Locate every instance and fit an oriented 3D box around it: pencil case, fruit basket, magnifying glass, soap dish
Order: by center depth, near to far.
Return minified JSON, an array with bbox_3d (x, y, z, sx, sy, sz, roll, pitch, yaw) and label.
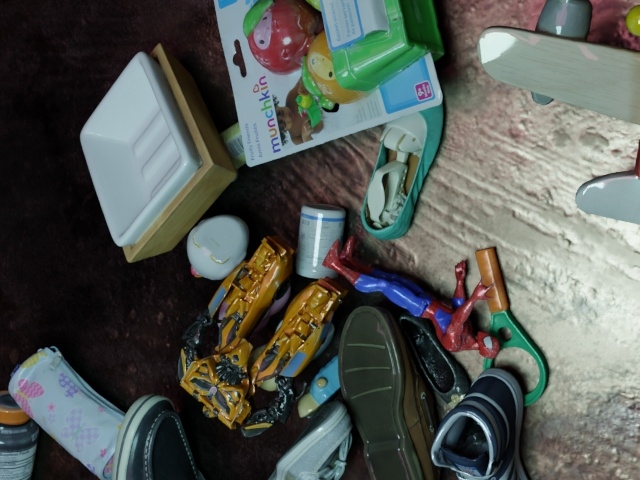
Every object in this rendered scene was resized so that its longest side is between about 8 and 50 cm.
[{"bbox_3d":[0.264,0.124,1.365,0.092,0.026,0.231,-15,91,31],"label":"magnifying glass"},{"bbox_3d":[-0.013,-0.306,1.373,0.353,0.165,0.327,-13,85,30],"label":"fruit basket"},{"bbox_3d":[-0.262,-0.139,1.529,0.229,0.118,0.291,-46,50,26],"label":"soap dish"},{"bbox_3d":[-0.442,0.314,1.740,0.273,0.113,0.124,37,89,21],"label":"pencil case"}]

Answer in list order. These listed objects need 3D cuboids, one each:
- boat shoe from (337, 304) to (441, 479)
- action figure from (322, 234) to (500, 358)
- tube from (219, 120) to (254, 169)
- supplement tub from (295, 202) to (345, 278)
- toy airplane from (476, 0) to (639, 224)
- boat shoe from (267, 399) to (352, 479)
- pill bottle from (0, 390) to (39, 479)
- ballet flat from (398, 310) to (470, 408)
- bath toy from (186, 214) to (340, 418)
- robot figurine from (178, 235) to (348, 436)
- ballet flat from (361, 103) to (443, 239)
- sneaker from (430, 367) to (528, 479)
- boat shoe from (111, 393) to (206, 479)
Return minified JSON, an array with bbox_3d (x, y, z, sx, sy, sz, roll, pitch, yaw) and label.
[{"bbox_3d":[0.108,0.241,1.424,0.110,0.104,0.307,-6,95,39],"label":"boat shoe"},{"bbox_3d":[0.153,0.057,1.364,0.280,0.091,0.139,36,112,16],"label":"action figure"},{"bbox_3d":[-0.177,-0.131,1.567,0.240,0.070,0.062,-29,121,33],"label":"tube"},{"bbox_3d":[0.000,0.000,1.470,0.071,0.071,0.107,12,103,28],"label":"supplement tub"},{"bbox_3d":[0.437,-0.190,1.118,0.384,0.272,0.386,-26,120,40],"label":"toy airplane"},{"bbox_3d":[-0.012,0.359,1.471,0.103,0.118,0.320,35,133,8],"label":"boat shoe"},{"bbox_3d":[-0.618,0.417,1.844,0.130,0.130,0.246,21,106,26],"label":"pill bottle"},{"bbox_3d":[0.165,0.181,1.410,0.057,0.049,0.173,-39,77,28],"label":"ballet flat"},{"bbox_3d":[-0.094,0.117,1.515,0.151,0.129,0.348,-36,77,-17],"label":"bath toy"},{"bbox_3d":[-0.099,0.149,1.406,0.211,0.085,0.291,37,103,16],"label":"robot figurine"},{"bbox_3d":[0.116,-0.115,1.379,0.083,0.087,0.247,20,106,26],"label":"ballet flat"},{"bbox_3d":[0.227,0.334,1.325,0.099,0.153,0.282,1,104,30],"label":"sneaker"},{"bbox_3d":[-0.231,0.497,1.609,0.156,0.187,0.500,-3,100,25],"label":"boat shoe"}]
